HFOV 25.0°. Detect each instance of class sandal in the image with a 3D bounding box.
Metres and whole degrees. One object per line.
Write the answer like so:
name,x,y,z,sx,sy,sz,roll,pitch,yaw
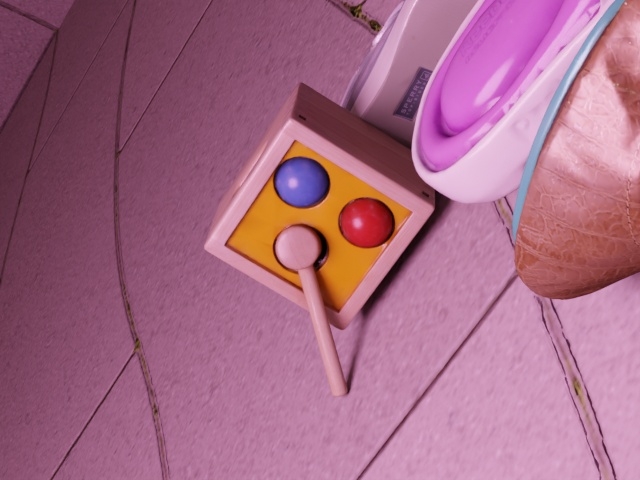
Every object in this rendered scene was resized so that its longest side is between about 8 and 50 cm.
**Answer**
sandal,0.150,-0.200,0.725,0.416,0.102,0.169,-60,23,18

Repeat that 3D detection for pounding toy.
pounding toy,0.000,0.000,0.952,0.141,0.130,0.100,-55,10,23

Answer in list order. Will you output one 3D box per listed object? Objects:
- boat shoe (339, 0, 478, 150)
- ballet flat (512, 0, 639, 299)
boat shoe,0.072,-0.138,0.981,0.227,0.079,0.081,-56,26,29
ballet flat,0.195,-0.096,0.601,0.124,0.116,0.342,44,116,41
